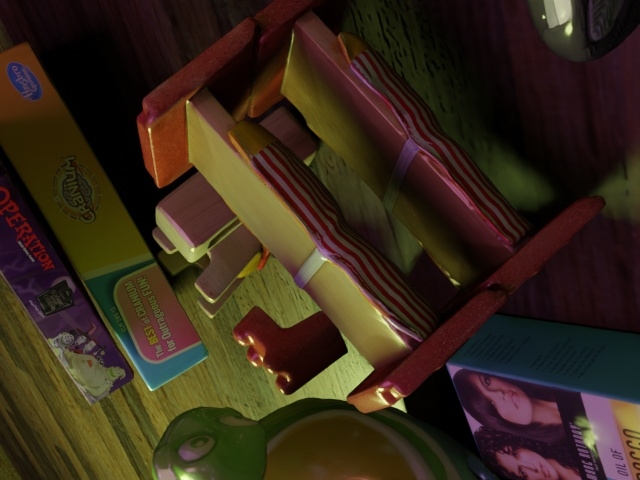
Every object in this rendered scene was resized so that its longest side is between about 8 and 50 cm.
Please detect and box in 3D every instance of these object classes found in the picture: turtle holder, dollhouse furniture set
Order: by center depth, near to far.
[{"bbox_3d":[0.000,0.000,0.582,0.201,0.152,0.374,48,164,4],"label":"dollhouse furniture set"},{"bbox_3d":[0.030,0.220,0.628,0.227,0.243,0.320,-14,106,57],"label":"turtle holder"}]

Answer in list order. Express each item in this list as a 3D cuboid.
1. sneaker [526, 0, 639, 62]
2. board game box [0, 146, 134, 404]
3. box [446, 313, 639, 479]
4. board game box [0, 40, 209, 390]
[{"bbox_3d":[0.075,-0.193,0.339,0.132,0.086,0.229,21,126,46],"label":"sneaker"},{"bbox_3d":[-0.278,-0.021,0.749,0.347,0.056,0.208,39,152,53],"label":"board game box"},{"bbox_3d":[0.197,0.113,0.488,0.244,0.060,0.101,3,124,49],"label":"box"},{"bbox_3d":[-0.235,-0.028,0.812,0.317,0.064,0.242,63,165,-16],"label":"board game box"}]
